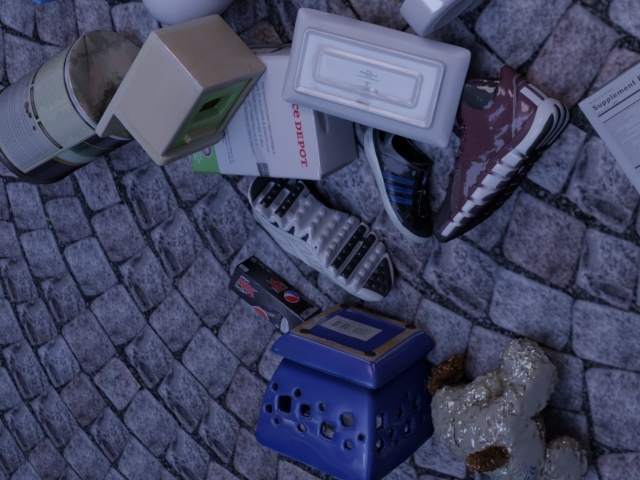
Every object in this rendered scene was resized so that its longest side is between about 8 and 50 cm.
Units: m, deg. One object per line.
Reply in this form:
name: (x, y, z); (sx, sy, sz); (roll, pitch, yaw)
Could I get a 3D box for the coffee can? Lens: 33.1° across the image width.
coffee can: (-0.447, -0.236, 1.953); (0.275, 0.201, 0.201); (-20, 99, 42)

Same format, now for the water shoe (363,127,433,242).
water shoe: (0.135, -0.092, 1.665); (0.080, 0.073, 0.203); (-21, 98, 40)

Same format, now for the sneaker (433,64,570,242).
sneaker: (0.223, -0.137, 1.569); (0.162, 0.106, 0.281); (49, 123, 17)

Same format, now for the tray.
tray: (0.071, -0.235, 1.548); (0.270, 0.030, 0.145); (19, 110, 19)

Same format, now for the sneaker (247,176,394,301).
sneaker: (0.000, 0.000, 1.808); (0.292, 0.110, 0.118); (40, 155, 8)

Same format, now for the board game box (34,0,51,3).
board game box: (-0.558, -0.629, 1.922); (0.308, 0.086, 0.302); (33, 128, 21)

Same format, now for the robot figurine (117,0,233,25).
robot figurine: (-0.231, -0.475, 1.690); (0.209, 0.173, 0.278); (-16, 98, 43)

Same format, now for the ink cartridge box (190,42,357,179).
ink cartridge box: (-0.089, -0.212, 1.747); (0.273, 0.115, 0.198); (6, 114, 35)

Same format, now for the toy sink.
toy sink: (-0.218, -0.212, 1.666); (0.131, 0.153, 0.234); (49, 129, 10)

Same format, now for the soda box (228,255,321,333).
soda box: (-0.084, 0.104, 1.942); (0.169, 0.053, 0.060); (38, 129, 18)

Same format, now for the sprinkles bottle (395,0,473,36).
sprinkles bottle: (0.077, -0.454, 1.498); (0.355, 0.121, 0.121); (52, 132, 5)

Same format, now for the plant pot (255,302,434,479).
plant pot: (0.050, 0.240, 1.794); (0.236, 0.236, 0.212); (16, 114, 30)

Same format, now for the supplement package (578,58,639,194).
supplement package: (0.465, -0.124, 1.352); (0.139, 0.134, 0.244); (-34, 89, 43)

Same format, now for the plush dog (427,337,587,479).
plush dog: (0.262, 0.298, 1.701); (0.225, 0.211, 0.262); (-2, 112, 63)
